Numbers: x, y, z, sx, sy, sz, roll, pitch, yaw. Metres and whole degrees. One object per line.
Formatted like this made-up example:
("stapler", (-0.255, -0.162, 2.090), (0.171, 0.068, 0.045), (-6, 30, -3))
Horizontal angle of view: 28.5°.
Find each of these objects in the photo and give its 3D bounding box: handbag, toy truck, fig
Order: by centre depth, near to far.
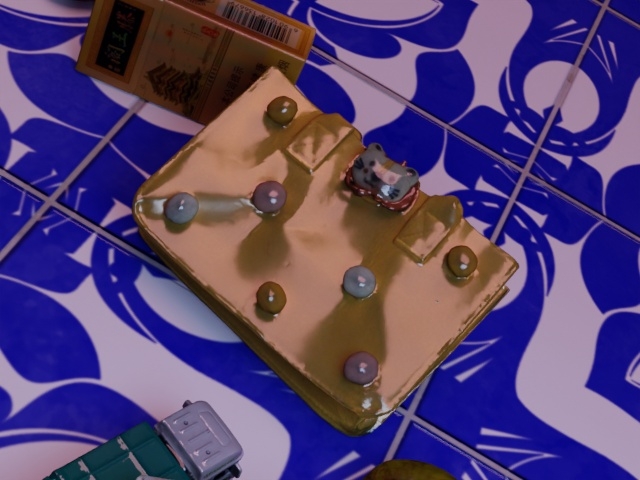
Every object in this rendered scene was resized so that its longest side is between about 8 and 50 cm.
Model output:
("toy truck", (-0.194, 0.252, 1.244), (0.253, 0.124, 0.114), (-27, 70, -36))
("fig", (0.100, 0.299, 1.336), (0.153, 0.121, 0.136), (11, 54, -17))
("handbag", (0.000, 0.000, 1.463), (0.401, 0.133, 0.283), (41, 72, 13))

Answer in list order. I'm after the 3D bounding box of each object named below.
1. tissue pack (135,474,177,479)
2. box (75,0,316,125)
("tissue pack", (-0.035, 0.357, 1.158), (0.311, 0.128, 0.228), (11, 92, -17))
("box", (-0.164, -0.247, 1.632), (0.274, 0.174, 0.076), (22, 46, -7))
